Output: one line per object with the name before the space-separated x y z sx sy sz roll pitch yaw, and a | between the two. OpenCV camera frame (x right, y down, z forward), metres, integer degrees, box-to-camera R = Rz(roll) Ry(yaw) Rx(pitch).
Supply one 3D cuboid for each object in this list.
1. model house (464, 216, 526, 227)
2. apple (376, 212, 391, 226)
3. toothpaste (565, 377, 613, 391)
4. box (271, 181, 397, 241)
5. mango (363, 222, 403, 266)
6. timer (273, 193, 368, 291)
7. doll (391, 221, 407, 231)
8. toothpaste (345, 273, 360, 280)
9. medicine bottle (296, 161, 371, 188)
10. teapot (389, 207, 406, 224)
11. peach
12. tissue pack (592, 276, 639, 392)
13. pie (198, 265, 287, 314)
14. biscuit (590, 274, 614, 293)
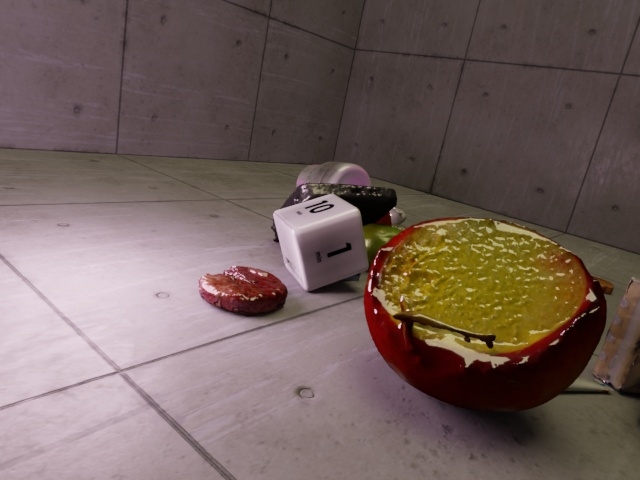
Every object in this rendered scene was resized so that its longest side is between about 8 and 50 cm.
model house | 0.502 0.122 1.256 0.318 0.296 0.282 8 -29 6
apple | 0.192 -0.069 1.845 0.181 0.168 0.181 15 18 -5
toothpaste | 0.544 0.308 1.007 0.191 0.031 0.048 9 13 -21
box | 0.037 -0.084 1.573 0.351 0.090 0.359 0 -22 -25
mango | 0.237 0.031 1.546 0.273 0.148 0.185 17 4 28
timer | 0.000 0.000 1.312 0.195 0.194 0.192 -19 25 -15
doll | 0.349 -0.031 1.987 0.286 0.091 0.202 9 27 -12
toothpaste | 0.027 0.055 1.503 0.066 0.053 0.272 6 16 -33
medicine bottle | 0.054 -0.244 2.205 0.256 0.255 0.325 0 11 -35
teapot | 0.339 -0.124 2.278 0.145 0.092 0.226 9 14 -17
peach | 0.286 0.146 0.880 0.407 0.309 0.334 3 51 12
tissue pack | 0.764 0.220 1.048 0.215 0.256 0.123 7 19 -14
pie | -0.185 0.117 1.131 0.205 0.053 0.219 22 17 34
biscuit | 0.998 0.138 1.897 0.334 0.047 0.202 18 17 23
